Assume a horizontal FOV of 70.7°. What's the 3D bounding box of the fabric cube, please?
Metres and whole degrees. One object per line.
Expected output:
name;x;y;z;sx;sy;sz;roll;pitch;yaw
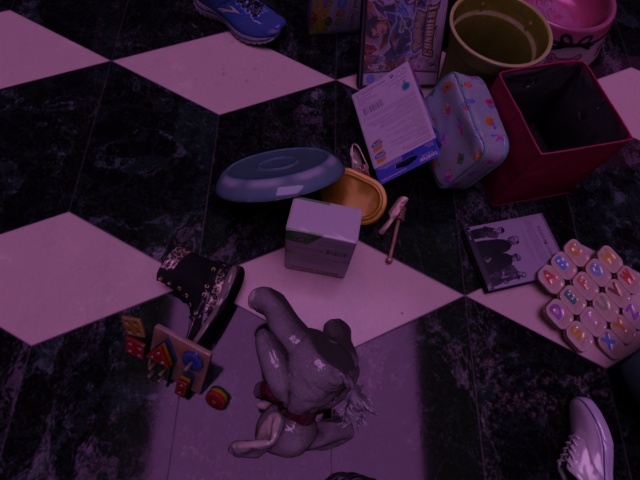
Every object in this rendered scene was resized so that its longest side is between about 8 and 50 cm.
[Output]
fabric cube;0.574;-0.276;1.196;0.254;0.258;0.259;-11;68;-10

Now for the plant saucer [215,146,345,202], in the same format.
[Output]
plant saucer;-0.100;-0.170;1.088;0.317;0.043;0.317;-7;26;4

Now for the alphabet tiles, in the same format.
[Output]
alphabet tiles;0.687;0.142;1.132;0.284;0.021;0.278;-37;82;-19

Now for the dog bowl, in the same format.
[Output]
dog bowl;0.765;-0.752;1.483;0.408;0.150;0.408;2;66;-4

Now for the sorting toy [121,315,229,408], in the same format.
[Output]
sorting toy;-0.312;0.255;0.939;0.274;0.132;0.046;26;33;6

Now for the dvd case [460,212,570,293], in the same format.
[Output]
dvd case;0.508;0.029;1.179;0.239;0.029;0.179;-10;68;-11

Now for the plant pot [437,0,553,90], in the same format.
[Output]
plant pot;0.459;-0.505;1.286;0.276;0.254;0.276;2;66;-5

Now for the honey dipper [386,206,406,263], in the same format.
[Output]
honey dipper;0.193;-0.014;1.169;0.030;0.030;0.160;16;70;1

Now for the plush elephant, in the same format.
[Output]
plush elephant;-0.049;0.306;0.904;0.255;0.272;0.330;-52;39;13

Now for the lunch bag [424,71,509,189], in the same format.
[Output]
lunch bag;0.363;-0.287;1.202;0.108;0.224;0.279;-3;67;-23

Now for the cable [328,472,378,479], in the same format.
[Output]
cable;0.054;0.549;0.902;0.150;0.047;0.184;42;71;18

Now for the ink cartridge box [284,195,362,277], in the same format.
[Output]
ink cartridge box;0.000;0.000;1.042;0.154;0.212;0.093;11;62;0

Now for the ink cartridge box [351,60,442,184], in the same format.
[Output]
ink cartridge box;0.209;-0.313;1.231;0.186;0.065;0.311;-25;63;26

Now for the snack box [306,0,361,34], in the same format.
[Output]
snack box;0.068;-0.729;1.388;0.207;0.174;0.070;-7;68;-8

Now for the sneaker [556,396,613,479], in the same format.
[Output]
sneaker;0.556;0.465;0.956;0.091;0.094;0.258;7;67;-7

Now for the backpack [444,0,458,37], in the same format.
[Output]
backpack;0.325;-0.747;1.391;0.263;0.276;0.213;-3;44;-16

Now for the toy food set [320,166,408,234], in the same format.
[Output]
toy food set;0.105;-0.103;1.182;0.218;0.071;0.128;28;91;9

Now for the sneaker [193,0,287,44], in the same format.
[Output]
sneaker;-0.252;-0.717;1.367;0.330;0.147;0.130;28;67;6

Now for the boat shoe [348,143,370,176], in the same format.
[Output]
boat shoe;0.108;-0.200;1.232;0.049;0.043;0.137;-12;69;-13

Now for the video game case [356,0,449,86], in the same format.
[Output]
video game case;0.236;-0.591;1.307;0.248;0.275;0.035;-3;32;-7

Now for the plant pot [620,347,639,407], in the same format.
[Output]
plant pot;0.811;0.300;0.962;0.293;0.293;0.235;-31;57;-17

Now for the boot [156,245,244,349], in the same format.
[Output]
boot;-0.299;0.136;1.027;0.178;0.085;0.236;22;70;11
